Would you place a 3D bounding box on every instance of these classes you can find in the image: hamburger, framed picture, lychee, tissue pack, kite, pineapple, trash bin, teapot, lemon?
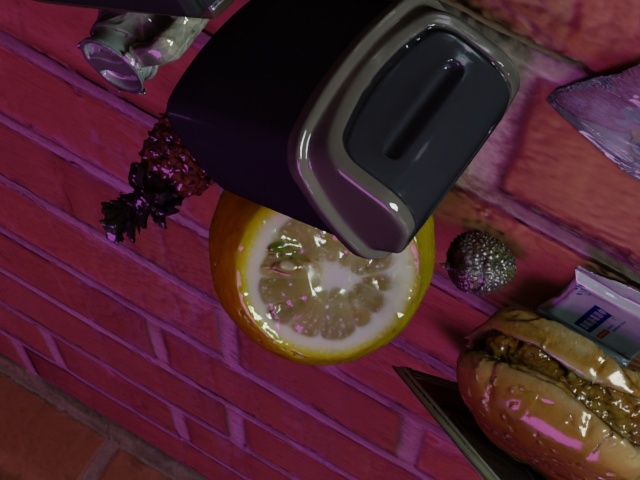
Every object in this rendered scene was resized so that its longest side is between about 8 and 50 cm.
[{"bbox_3d":[0.269,0.193,1.577,0.259,0.144,0.283,27,172,17],"label":"hamburger"},{"bbox_3d":[0.228,0.252,1.719,0.216,0.016,0.273,19,-159,-41],"label":"framed picture"},{"bbox_3d":[0.169,0.024,1.491,0.083,0.067,0.068,8,-162,-6],"label":"lychee"},{"bbox_3d":[0.302,0.080,1.472,0.122,0.026,0.193,27,161,3],"label":"tissue pack"},{"bbox_3d":[0.311,-0.105,1.078,0.204,0.022,0.360,34,160,-1],"label":"kite"},{"bbox_3d":[-0.181,-0.075,1.601,0.108,0.198,0.108,42,172,8],"label":"pineapple"},{"bbox_3d":[0.019,-0.112,1.234,0.290,0.209,0.182,19,156,46],"label":"trash bin"},{"bbox_3d":[-0.114,-0.217,1.192,0.107,0.200,0.077,10,149,49],"label":"teapot"},{"bbox_3d":[0.000,0.000,1.460,0.240,0.240,0.219,40,-169,-16],"label":"lemon"}]

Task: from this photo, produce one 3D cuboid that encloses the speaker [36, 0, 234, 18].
[{"bbox_3d":[-0.157,-0.293,1.116,0.231,0.192,0.153,13,150,34],"label":"speaker"}]
